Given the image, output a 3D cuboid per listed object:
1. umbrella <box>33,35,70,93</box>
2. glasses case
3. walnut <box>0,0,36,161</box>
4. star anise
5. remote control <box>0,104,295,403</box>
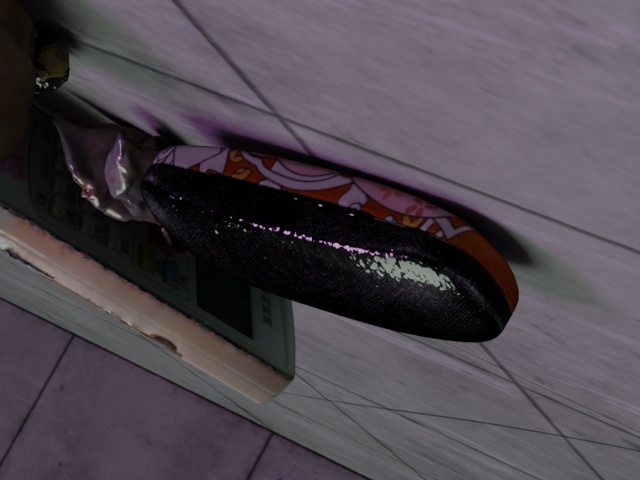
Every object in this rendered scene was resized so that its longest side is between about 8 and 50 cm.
[{"bbox_3d":[-0.190,-0.113,1.121,0.040,0.037,0.144,-4,-175,-25],"label":"umbrella"},{"bbox_3d":[0.000,0.000,1.059,0.267,0.067,0.103,17,154,36],"label":"glasses case"},{"bbox_3d":[-0.234,-0.104,1.011,0.140,0.140,0.162,21,175,35],"label":"walnut"},{"bbox_3d":[-0.091,-0.021,1.234,0.172,0.063,0.208,18,165,38],"label":"star anise"},{"bbox_3d":[-0.159,-0.004,1.332,0.344,0.050,0.145,34,-150,-29],"label":"remote control"}]
